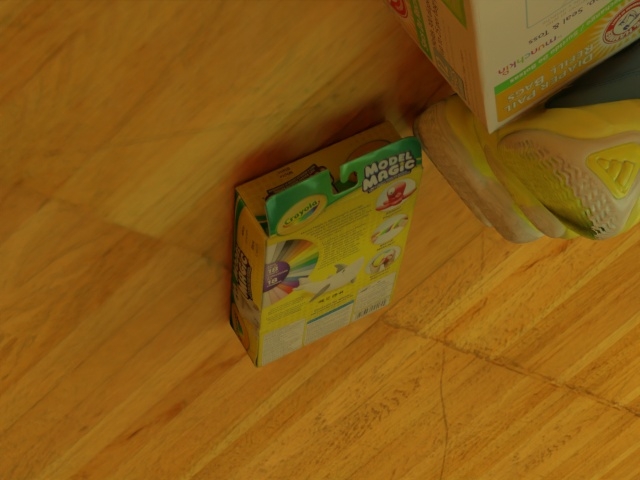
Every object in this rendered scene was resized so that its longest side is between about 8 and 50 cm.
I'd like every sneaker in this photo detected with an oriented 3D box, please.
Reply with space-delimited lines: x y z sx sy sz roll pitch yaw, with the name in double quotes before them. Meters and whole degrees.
"sneaker" 0.135 -0.063 0.715 0.126 0.091 0.240 -41 -164 -6

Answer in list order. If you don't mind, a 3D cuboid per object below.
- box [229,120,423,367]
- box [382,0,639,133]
"box" 0.000 0.000 0.811 0.105 0.043 0.179 -24 155 -20
"box" 0.073 -0.151 0.552 0.103 0.114 0.203 -33 155 -4
